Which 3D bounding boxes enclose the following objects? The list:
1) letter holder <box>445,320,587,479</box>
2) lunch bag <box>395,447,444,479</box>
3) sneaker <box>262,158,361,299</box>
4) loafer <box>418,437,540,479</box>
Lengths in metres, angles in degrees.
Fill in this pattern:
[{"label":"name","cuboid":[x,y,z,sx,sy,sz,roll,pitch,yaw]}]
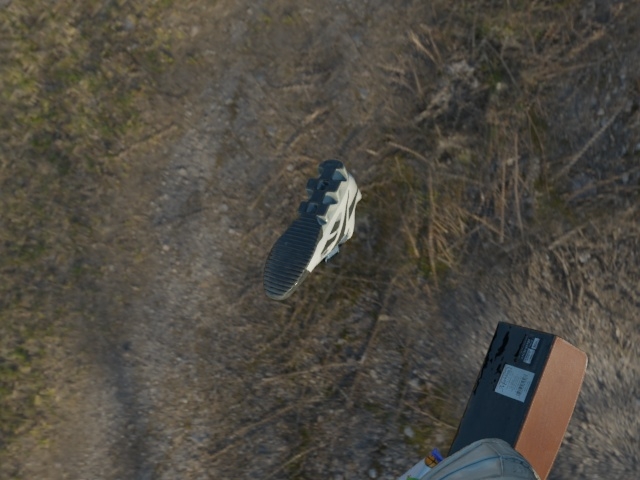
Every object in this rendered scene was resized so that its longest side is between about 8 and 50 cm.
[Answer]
[{"label":"letter holder","cuboid":[0.420,0.348,1.671,0.152,0.214,0.302,10,74,55]},{"label":"lunch bag","cuboid":[0.217,0.633,1.532,0.328,0.239,0.385,-34,45,-11]},{"label":"sneaker","cuboid":[0.000,0.000,1.827,0.122,0.146,0.331,19,75,42]},{"label":"loafer","cuboid":[0.071,0.309,0.783,0.319,0.111,0.112,-43,96,5]}]
